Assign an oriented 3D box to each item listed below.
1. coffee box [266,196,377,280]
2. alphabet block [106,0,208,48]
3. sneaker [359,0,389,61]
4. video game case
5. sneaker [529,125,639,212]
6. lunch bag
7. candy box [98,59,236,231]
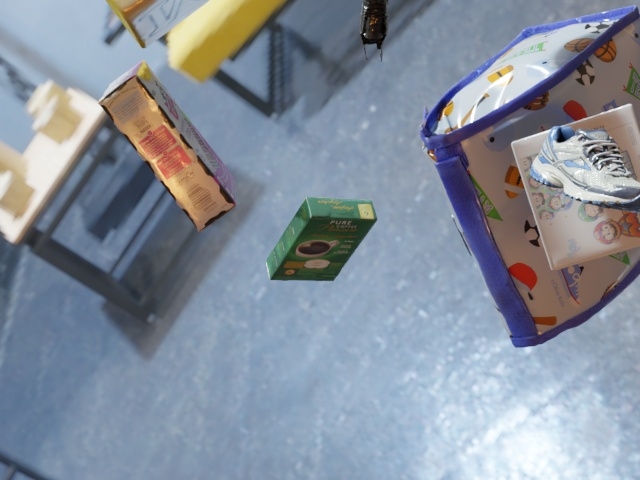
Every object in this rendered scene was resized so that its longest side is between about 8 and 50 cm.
[{"bbox_3d":[0.000,0.000,2.016,0.184,0.113,0.040,123,142,-51],"label":"coffee box"},{"bbox_3d":[-0.214,-0.390,1.710,0.197,0.192,0.193,-38,-4,-3],"label":"alphabet block"},{"bbox_3d":[0.088,-0.357,2.105,0.170,0.051,0.089,96,176,-72],"label":"sneaker"},{"bbox_3d":[0.308,-0.059,1.520,0.143,0.157,0.019,-17,3,20],"label":"video game case"},{"bbox_3d":[0.217,-0.061,1.070,0.135,0.052,0.058,33,112,57],"label":"sneaker"},{"bbox_3d":[0.304,-0.087,1.801,0.239,0.328,0.385,-8,26,44],"label":"lunch bag"},{"bbox_3d":[-0.215,-0.140,1.927,0.071,0.233,0.159,-36,15,7],"label":"candy box"}]
